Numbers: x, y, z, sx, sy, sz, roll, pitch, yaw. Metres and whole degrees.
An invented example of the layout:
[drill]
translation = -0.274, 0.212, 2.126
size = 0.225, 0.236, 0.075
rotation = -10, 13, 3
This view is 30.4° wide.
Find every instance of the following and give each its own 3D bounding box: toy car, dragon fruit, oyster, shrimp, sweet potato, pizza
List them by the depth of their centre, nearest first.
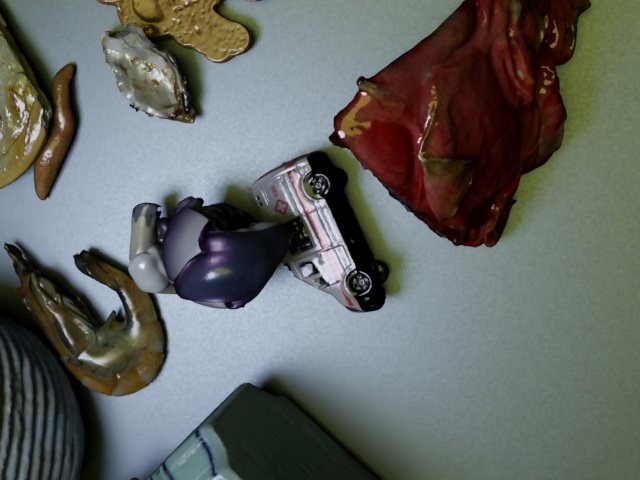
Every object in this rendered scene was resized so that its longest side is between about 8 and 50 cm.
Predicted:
[dragon fruit]
translation = 0.195, -0.149, 1.286
size = 0.329, 0.286, 0.228
rotation = -42, 85, 4
[toy car]
translation = 0.000, 0.000, 1.420
size = 0.108, 0.089, 0.209
rotation = -24, 91, 18
[oyster]
translation = -0.203, -0.204, 1.444
size = 0.103, 0.051, 0.148
rotation = -17, 106, 43
[pizza]
translation = -0.421, -0.191, 1.479
size = 0.181, 0.034, 0.262
rotation = -6, 94, 25
[sweet potato]
translation = -0.332, -0.134, 1.487
size = 0.044, 0.044, 0.179
rotation = 17, 102, 7
[shrimp]
translation = -0.296, 0.084, 1.501
size = 0.145, 0.059, 0.254
rotation = -32, 92, 10

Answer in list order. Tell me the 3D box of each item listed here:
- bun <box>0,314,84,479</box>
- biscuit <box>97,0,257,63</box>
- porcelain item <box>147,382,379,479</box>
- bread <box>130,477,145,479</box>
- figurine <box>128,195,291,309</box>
[bun]
translation = -0.455, 0.237, 1.409
size = 0.211, 0.362, 0.361
rotation = -14, 96, 29
[biscuit]
translation = -0.181, -0.308, 1.436
size = 0.236, 0.040, 0.144
rotation = 21, 94, 8
[porcelain item]
translation = -0.057, 0.326, 1.376
size = 0.281, 0.286, 0.157
rotation = 43, 105, 0
[bread]
translation = -0.284, 0.464, 1.453
size = 0.208, 0.251, 0.376
rotation = 46, 104, 4
[figurine]
translation = -0.139, 0.018, 1.384
size = 0.222, 0.145, 0.145
rotation = -4, 98, 43
